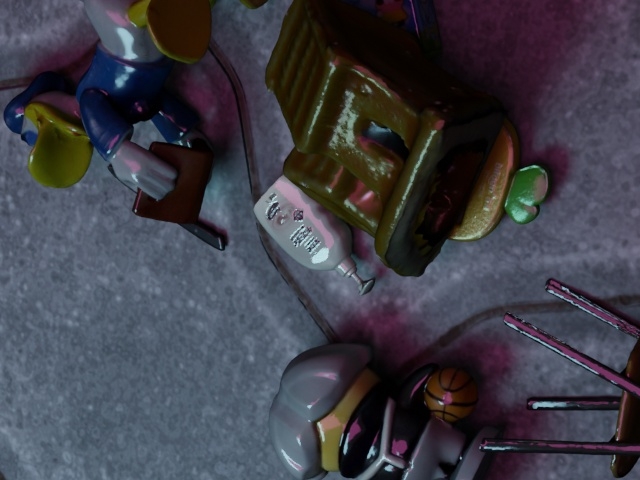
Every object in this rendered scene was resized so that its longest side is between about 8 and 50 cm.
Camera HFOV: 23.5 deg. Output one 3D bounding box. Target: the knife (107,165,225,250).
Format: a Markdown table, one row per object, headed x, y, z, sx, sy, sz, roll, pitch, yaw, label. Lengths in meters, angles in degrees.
| x | y | z | sx | sy | sz | roll | pitch | yaw | label |
| --- | --- | --- | --- | --- | --- | --- | --- | --- | --- |
| -0.172 | -0.039 | 1.720 | 0.170 | 0.010 | 0.023 | 33 | 114 | 16 | knife |

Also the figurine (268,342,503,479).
| x | y | z | sx | sy | sz | roll | pitch | yaw | label |
| --- | --- | --- | --- | --- | --- | --- | --- | --- | --- |
| 0.063 | 0.192 | 1.602 | 0.236 | 0.133 | 0.176 | 22 | 101 | 16 | figurine |

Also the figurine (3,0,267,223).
| x | y | z | sx | sy | sz | roll | pitch | yaw | label |
| --- | --- | --- | --- | --- | --- | --- | --- | --- | --- |
| -0.204 | -0.150 | 1.652 | 0.338 | 0.204 | 0.283 | -13 | 104 | 38 | figurine |

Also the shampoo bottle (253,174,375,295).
| x | y | z | sx | sy | sz | roll | pitch | yaw | label |
| --- | --- | --- | --- | --- | --- | --- | --- | --- | --- |
| 0.000 | 0.000 | 1.632 | 0.152 | 0.045 | 0.077 | 48 | 116 | 6 | shampoo bottle |

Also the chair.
| x | y | z | sx | sy | sz | roll | pitch | yaw | label |
| --- | --- | --- | --- | --- | --- | --- | --- | --- | --- |
| 0.302 | 0.137 | 1.466 | 0.247 | 0.159 | 0.172 | 15 | 106 | 22 | chair |

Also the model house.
| x | y | z | sx | sy | sz | roll | pitch | yaw | label |
| --- | --- | --- | --- | --- | --- | --- | --- | --- | --- |
| 0.033 | -0.103 | 1.474 | 0.239 | 0.173 | 0.268 | 37 | 133 | 16 | model house |

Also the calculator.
| x | y | z | sx | sy | sz | roll | pitch | yaw | label |
| --- | --- | --- | --- | --- | --- | --- | --- | --- | --- |
| 0.123 | -0.078 | 1.566 | 0.235 | 0.032 | 0.146 | 21 | 110 | 20 | calculator |

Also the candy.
| x | y | z | sx | sy | sz | roll | pitch | yaw | label |
| --- | --- | --- | --- | --- | --- | --- | --- | --- | --- |
| 0.052 | -0.269 | 1.536 | 0.097 | 0.062 | 0.194 | -9 | 99 | 26 | candy |
